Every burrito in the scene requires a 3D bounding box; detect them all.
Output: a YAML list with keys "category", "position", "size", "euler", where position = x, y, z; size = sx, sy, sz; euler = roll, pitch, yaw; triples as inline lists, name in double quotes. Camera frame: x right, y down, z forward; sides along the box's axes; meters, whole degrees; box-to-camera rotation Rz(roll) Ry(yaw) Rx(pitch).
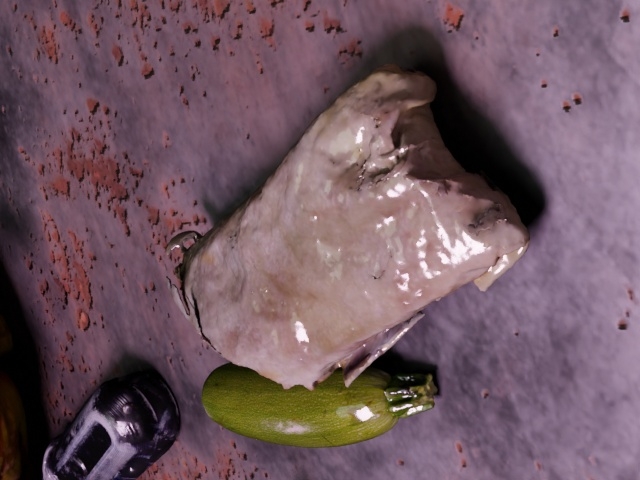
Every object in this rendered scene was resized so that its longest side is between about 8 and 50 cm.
- category: "burrito"
  position: [0.003, 0.012, 1.097]
  size: [0.347, 0.107, 0.175]
  euler: [-35, 67, 50]

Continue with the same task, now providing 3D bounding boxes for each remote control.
- category: "remote control"
  position: [-0.217, 0.204, 1.479]
  size: [0.090, 0.066, 0.266]
  euler: [62, 142, 14]

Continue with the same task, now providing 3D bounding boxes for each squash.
- category: "squash"
  position: [-0.013, 0.126, 1.195]
  size: [0.252, 0.066, 0.066]
  euler: [-5, 103, 52]

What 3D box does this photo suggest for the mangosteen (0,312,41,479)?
- category: "mangosteen"
  position: [-0.454, 0.193, 1.512]
  size: [0.382, 0.382, 0.435]
  euler: [45, 140, 27]
